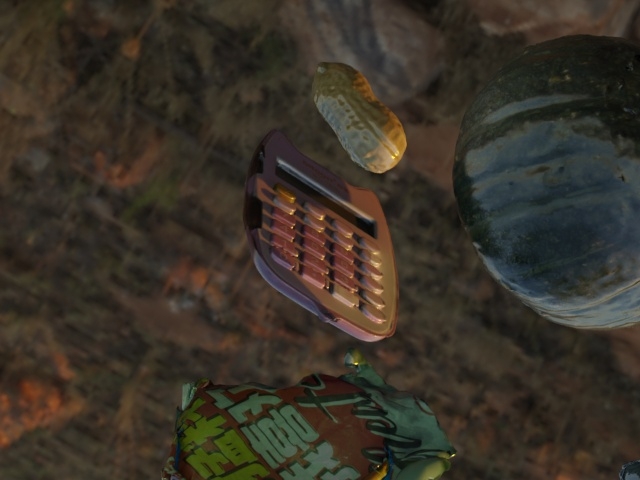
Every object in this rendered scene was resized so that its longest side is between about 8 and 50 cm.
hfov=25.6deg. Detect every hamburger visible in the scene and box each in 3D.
[{"bbox_3d":[-0.015,0.231,1.295,0.276,0.260,0.150,-8,122,-9],"label":"hamburger"}]

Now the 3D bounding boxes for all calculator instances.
[{"bbox_3d":[-0.001,0.001,1.488,0.194,0.294,0.043,33,117,-20],"label":"calculator"}]

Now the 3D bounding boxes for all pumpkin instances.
[{"bbox_3d":[0.297,-0.056,1.449,0.257,0.291,0.327,-15,166,34],"label":"pumpkin"}]

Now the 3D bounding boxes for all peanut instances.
[{"bbox_3d":[0.028,-0.098,1.102,0.113,0.054,0.054,57,170,29],"label":"peanut"}]

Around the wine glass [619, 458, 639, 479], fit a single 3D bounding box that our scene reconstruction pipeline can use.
[{"bbox_3d":[0.378,0.190,1.329,0.122,0.183,0.122,32,147,24],"label":"wine glass"}]
